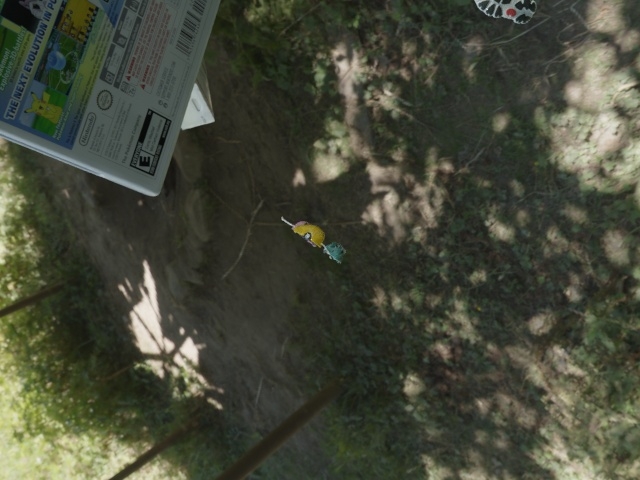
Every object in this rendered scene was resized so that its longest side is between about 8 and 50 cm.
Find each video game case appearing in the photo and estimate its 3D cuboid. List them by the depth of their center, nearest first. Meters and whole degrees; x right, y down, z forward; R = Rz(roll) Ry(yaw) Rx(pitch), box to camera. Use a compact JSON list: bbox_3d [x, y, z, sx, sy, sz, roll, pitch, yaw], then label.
[{"bbox_3d":[-0.290,-0.260,0.651,0.036,0.300,0.328,6,77,43],"label":"video game case"}]

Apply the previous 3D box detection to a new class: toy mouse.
[{"bbox_3d":[0.000,0.000,0.960,0.161,0.031,0.143,33,177,35],"label":"toy mouse"}]

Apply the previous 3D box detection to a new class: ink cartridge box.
[{"bbox_3d":[-0.299,-0.363,1.127,0.139,0.082,0.190,73,-176,-63],"label":"ink cartridge box"}]

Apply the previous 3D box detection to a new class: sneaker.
[{"bbox_3d":[0.403,-0.534,1.160,0.068,0.170,0.071,-65,32,24],"label":"sneaker"}]
